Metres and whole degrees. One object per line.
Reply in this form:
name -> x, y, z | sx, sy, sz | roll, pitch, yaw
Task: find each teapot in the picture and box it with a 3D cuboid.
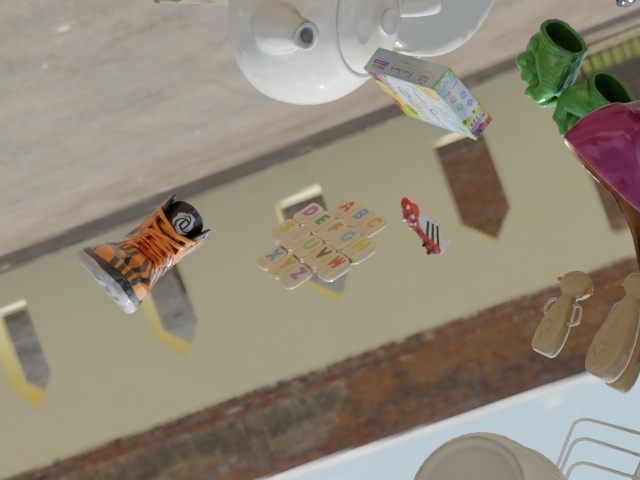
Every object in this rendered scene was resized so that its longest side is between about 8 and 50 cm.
teapot -> 0.021, -0.285, 1.436 | 0.187, 0.256, 0.252 | 11, 157, 32

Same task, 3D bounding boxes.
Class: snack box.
snack box -> 0.127, -0.177, 1.356 | 0.037, 0.100, 0.141 | -54, -142, -5

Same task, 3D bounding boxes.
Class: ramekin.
ramekin -> 0.207, 0.340, 1.425 | 0.207, 0.207, 0.109 | -20, 140, 25

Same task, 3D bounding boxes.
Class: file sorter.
file sorter -> 0.521, 0.488, 2.084 | 0.173, 0.192, 0.277 | 16, -146, 6

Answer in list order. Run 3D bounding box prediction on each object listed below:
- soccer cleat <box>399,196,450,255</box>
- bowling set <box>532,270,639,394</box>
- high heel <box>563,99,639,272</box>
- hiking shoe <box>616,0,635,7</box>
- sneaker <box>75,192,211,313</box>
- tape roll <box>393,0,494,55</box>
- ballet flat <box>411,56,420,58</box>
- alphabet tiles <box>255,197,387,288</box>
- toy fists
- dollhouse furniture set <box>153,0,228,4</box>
soccer cleat -> 0.126, -0.021, 1.359 | 0.036, 0.083, 0.029 | -38, -170, -27
bowling set -> 0.443, 0.137, 1.506 | 0.200, 0.154, 0.287 | 28, 177, -34
high heel -> 0.433, -0.017, 1.588 | 0.181, 0.377, 0.127 | -20, -161, -17
hiking shoe -> 0.415, -0.451, 1.742 | 0.114, 0.227, 0.086 | -13, -143, 30
sneaker -> -0.265, 0.005, 1.737 | 0.180, 0.124, 0.321 | -40, -171, -3
tape roll -> 0.149, -0.468, 1.682 | 0.072, 0.392, 0.392 | 12, -158, 41
ballet flat -> 0.209, -0.443, 2.140 | 0.086, 0.086, 0.248 | -20, 155, -43
alphabet tiles -> 0.000, 0.000, 2.525 | 0.278, 0.021, 0.284 | -33, -146, -16
toy fists -> 0.468, -0.280, 2.124 | 0.096, 0.279, 0.142 | -19, 148, -26
dollhouse furniture set -> -0.241, -0.727, 2.455 | 0.257, 0.394, 0.362 | 6, -148, 19
